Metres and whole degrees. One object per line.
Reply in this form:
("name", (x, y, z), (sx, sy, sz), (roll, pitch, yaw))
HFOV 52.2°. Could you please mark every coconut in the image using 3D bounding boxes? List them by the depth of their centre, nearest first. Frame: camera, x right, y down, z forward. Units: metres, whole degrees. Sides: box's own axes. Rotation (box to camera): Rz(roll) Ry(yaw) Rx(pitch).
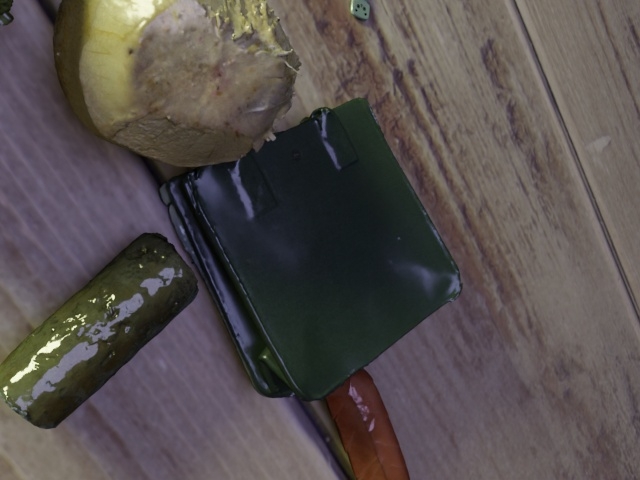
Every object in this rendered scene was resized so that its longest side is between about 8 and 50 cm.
("coconut", (-0.122, -0.151, 0.529), (0.195, 0.194, 0.194), (0, 89, -35))

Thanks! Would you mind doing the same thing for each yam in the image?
("yam", (-0.182, 0.074, 0.548), (0.179, 0.078, 0.078), (-48, 115, -24))

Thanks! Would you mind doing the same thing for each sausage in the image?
("sausage", (0.045, 0.204, 0.715), (0.065, 0.065, 0.169), (-28, 104, -32))

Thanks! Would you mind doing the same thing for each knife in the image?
("knife", (0.051, -0.302, 0.751), (0.027, 0.010, 0.096), (10, 84, -35))

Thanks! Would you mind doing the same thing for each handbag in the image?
("handbag", (0.001, 0.000, 0.664), (0.248, 0.079, 0.260), (-30, 99, -33))

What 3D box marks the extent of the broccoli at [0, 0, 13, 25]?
("broccoli", (-0.329, -0.198, 0.432), (0.243, 0.273, 0.180), (-31, 152, -40))
